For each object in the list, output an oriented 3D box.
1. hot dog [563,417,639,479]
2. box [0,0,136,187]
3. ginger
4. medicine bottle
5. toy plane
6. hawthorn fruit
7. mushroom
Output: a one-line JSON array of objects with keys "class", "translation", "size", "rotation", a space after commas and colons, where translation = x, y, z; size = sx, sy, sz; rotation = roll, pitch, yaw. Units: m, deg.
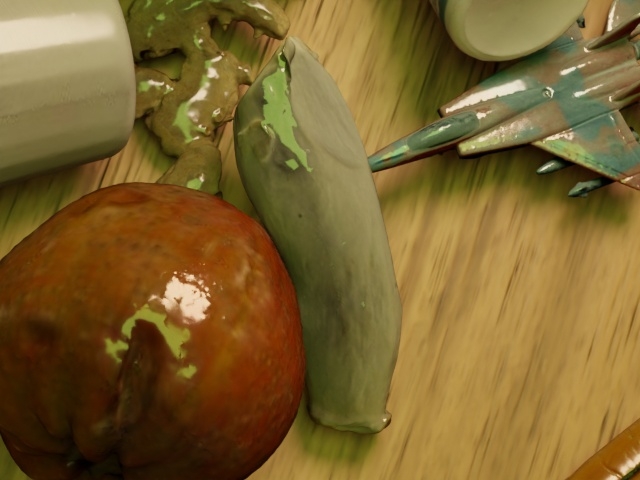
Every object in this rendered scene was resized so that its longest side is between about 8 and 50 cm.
[{"class": "hot dog", "translation": [0.283, 0.216, 1.493], "size": [0.249, 0.068, 0.100], "rotation": [-38, 83, -12]}, {"class": "box", "translation": [-0.288, -0.145, 1.460], "size": [0.206, 0.291, 0.262], "rotation": [-11, 117, -23]}, {"class": "ginger", "translation": [-0.134, -0.114, 1.532], "size": [0.149, 0.065, 0.258], "rotation": [19, 85, 11]}, {"class": "medicine bottle", "translation": [0.133, -0.282, 1.515], "size": [0.139, 0.139, 0.237], "rotation": [-20, 54, -9]}, {"class": "toy plane", "translation": [0.175, -0.117, 1.539], "size": [0.326, 0.104, 0.223], "rotation": [-23, 80, -6]}, {"class": "hawthorn fruit", "translation": [-0.136, 0.066, 1.392], "size": [0.277, 0.277, 0.298], "rotation": [23, 57, 0]}, {"class": "mushroom", "translation": [0.002, 0.000, 1.462], "size": [0.109, 0.097, 0.351], "rotation": [-14, 97, 9]}]
